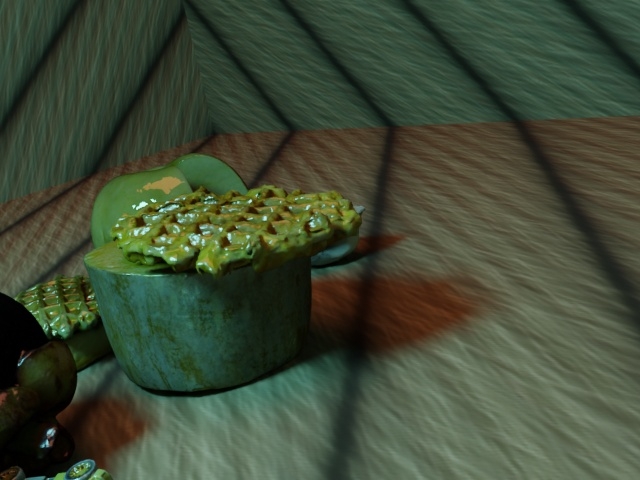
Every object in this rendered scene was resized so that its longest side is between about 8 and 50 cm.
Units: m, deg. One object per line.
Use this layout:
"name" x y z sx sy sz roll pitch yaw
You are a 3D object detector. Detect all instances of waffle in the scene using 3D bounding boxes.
"waffle" -0.461 0.163 1.518 0.274 0.057 0.168 0 19 38
"waffle" -0.112 -0.019 1.237 0.325 0.068 0.302 -13 17 -34
"waffle" -0.412 0.104 1.479 0.214 0.054 0.208 2 17 29

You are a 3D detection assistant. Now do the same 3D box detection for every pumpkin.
"pumpkin" -0.169 0.090 1.345 0.332 0.199 0.332 -4 17 1

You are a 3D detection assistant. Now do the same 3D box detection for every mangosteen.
"mangosteen" -0.421 0.182 1.087 0.287 0.233 0.287 -13 21 5

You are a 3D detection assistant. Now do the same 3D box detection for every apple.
"apple" -0.253 -0.016 1.633 0.292 0.254 0.292 -11 12 2

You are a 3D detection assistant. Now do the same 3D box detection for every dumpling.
"dumpling" -0.001 0.000 1.681 0.176 0.092 0.150 -7 13 24

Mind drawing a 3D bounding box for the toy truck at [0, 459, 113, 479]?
"toy truck" -0.289 0.285 0.894 0.191 0.085 0.116 -10 23 22
